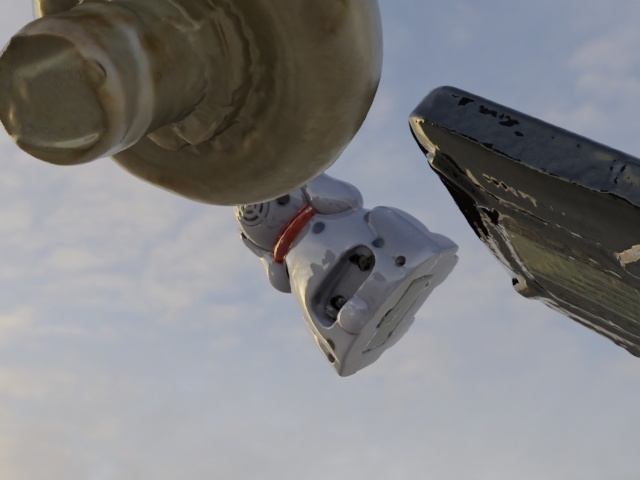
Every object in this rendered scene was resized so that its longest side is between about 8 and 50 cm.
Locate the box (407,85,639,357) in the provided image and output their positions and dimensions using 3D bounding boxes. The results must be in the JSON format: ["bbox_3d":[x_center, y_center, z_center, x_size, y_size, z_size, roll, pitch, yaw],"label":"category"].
[{"bbox_3d":[0.224,0.004,0.967,0.290,0.073,0.289,29,-13,41],"label":"box"}]

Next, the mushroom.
[{"bbox_3d":[-0.063,-0.105,0.642,0.206,0.209,0.206,-1,-63,-3],"label":"mushroom"}]

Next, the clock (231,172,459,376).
[{"bbox_3d":[0.003,0.002,1.338,0.189,0.254,0.189,-37,-25,-21],"label":"clock"}]
